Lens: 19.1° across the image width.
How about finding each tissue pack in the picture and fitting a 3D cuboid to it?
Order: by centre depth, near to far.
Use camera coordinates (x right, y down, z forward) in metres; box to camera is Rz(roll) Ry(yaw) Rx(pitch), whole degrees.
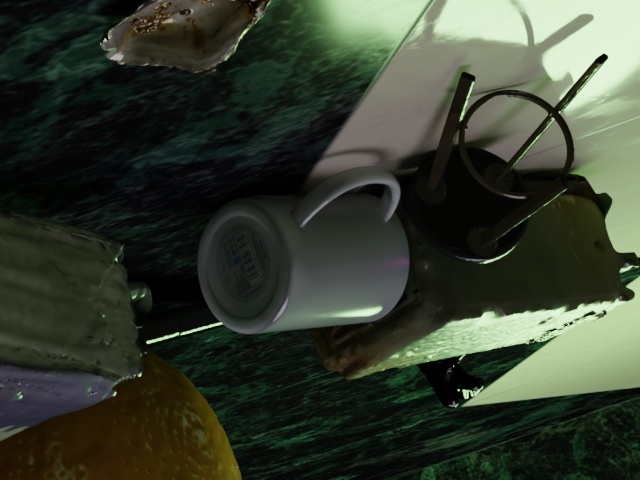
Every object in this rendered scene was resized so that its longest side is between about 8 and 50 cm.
[{"bbox_3d":[-0.316,0.085,1.203,0.343,0.125,0.242,-24,158,30],"label":"tissue pack"}]

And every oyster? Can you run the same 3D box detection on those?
[{"bbox_3d":[-0.067,-0.111,0.965,0.093,0.034,0.051,-7,151,5],"label":"oyster"}]

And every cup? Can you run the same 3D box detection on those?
[{"bbox_3d":[-0.008,-0.002,1.386,0.133,0.136,0.099,-3,-158,-46],"label":"cup"}]

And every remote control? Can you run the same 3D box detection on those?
[{"bbox_3d":[-0.112,0.067,1.562,0.063,0.025,0.245,-19,177,30],"label":"remote control"}]

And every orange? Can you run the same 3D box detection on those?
[{"bbox_3d":[-0.221,0.248,1.587,0.340,0.293,0.340,-28,161,-10],"label":"orange"}]

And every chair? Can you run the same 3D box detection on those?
[{"bbox_3d":[0.125,-0.047,1.327,0.104,0.095,0.221,-5,165,-14],"label":"chair"}]

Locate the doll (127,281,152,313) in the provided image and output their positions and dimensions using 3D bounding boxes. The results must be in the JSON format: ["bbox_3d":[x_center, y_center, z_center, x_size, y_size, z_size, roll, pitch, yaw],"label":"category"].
[{"bbox_3d":[-0.205,0.052,1.395,0.114,0.057,0.227,-17,169,12],"label":"doll"}]

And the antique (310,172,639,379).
[{"bbox_3d":[0.133,0.021,1.543,0.284,0.125,0.150,-6,163,-40],"label":"antique"}]

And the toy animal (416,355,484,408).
[{"bbox_3d":[0.179,0.070,1.888,0.210,0.121,0.117,-36,177,37],"label":"toy animal"}]
